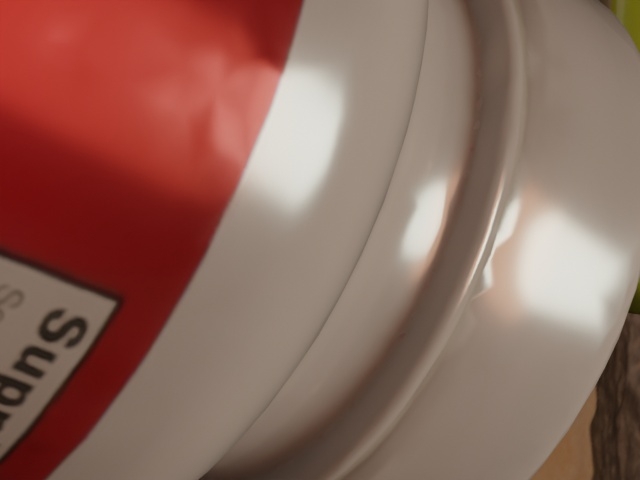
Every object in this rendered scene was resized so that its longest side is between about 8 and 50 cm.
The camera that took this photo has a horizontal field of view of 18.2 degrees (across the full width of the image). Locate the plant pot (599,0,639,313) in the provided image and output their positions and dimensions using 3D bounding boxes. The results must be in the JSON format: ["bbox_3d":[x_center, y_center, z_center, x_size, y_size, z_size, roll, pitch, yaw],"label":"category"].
[{"bbox_3d":[0.124,-0.076,0.827,0.207,0.227,0.228,-2,96,-42],"label":"plant pot"}]

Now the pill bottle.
[{"bbox_3d":[-0.127,-0.061,0.449,0.407,0.229,0.229,23,76,-31],"label":"pill bottle"}]
